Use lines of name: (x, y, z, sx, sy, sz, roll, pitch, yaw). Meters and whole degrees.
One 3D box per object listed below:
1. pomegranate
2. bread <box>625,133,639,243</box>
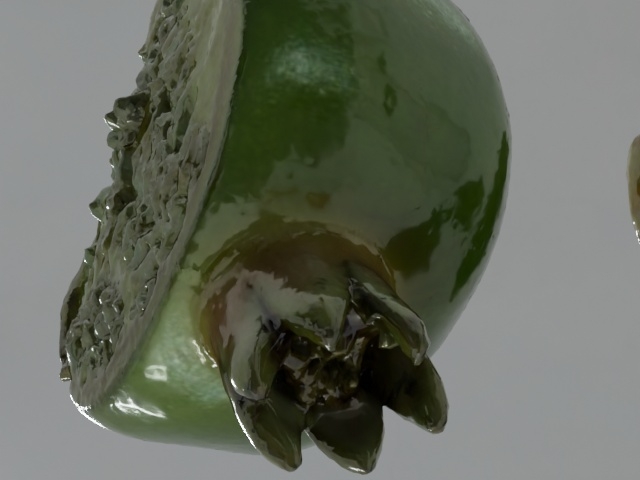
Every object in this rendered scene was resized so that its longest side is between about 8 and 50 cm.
pomegranate: (0.000, 0.000, 0.857, 0.309, 0.216, 0.358, -63, -150, 21)
bread: (0.265, 0.035, 0.995, 0.098, 0.087, 0.269, -22, -115, 28)
